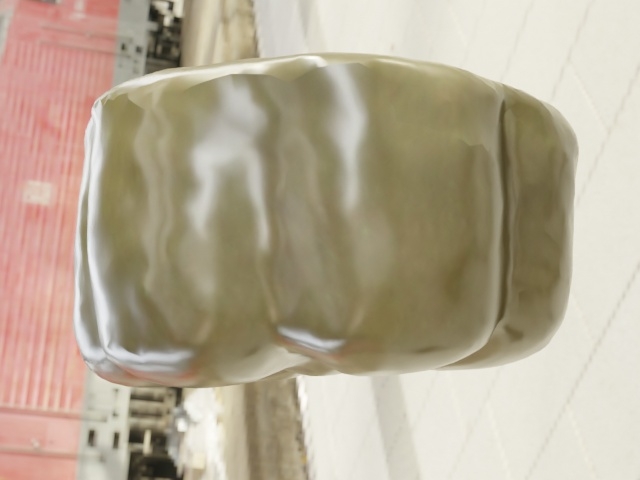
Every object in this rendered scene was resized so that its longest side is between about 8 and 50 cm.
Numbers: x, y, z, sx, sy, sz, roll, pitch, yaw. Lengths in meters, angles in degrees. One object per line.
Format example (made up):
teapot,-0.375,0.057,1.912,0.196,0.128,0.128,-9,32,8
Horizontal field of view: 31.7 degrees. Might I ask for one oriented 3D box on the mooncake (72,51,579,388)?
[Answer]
mooncake,0.000,0.000,1.024,0.467,0.467,0.262,149,120,-74
